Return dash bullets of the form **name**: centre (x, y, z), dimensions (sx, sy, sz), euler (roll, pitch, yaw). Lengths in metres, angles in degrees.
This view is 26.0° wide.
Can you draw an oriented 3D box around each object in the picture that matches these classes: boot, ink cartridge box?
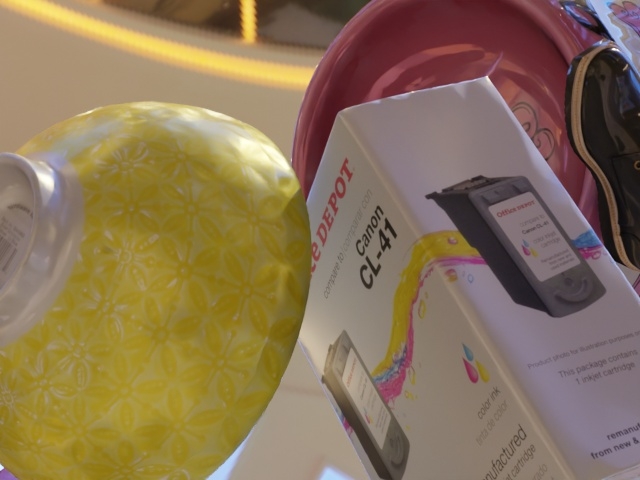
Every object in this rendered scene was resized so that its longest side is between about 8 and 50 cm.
- **boot**: centre (0.262, -0.049, 1.030), dimensions (0.137, 0.077, 0.198), euler (33, -27, 57)
- **ink cartridge box**: centre (0.104, 0.080, 0.943), dimensions (0.306, 0.131, 0.226), euler (59, -31, 29)

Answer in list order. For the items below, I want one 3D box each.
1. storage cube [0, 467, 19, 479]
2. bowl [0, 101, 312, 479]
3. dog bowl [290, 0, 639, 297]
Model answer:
- **storage cube**: centre (-0.337, 0.393, 1.528), dimensions (0.193, 0.184, 0.215), euler (15, -60, 35)
- **bowl**: centre (-0.164, 0.023, 0.910), dimensions (0.289, 0.289, 0.156), euler (-22, -34, 33)
- **dog bowl**: centre (0.143, -0.070, 1.281), dimensions (0.408, 0.150, 0.408), euler (-2, -94, 39)
